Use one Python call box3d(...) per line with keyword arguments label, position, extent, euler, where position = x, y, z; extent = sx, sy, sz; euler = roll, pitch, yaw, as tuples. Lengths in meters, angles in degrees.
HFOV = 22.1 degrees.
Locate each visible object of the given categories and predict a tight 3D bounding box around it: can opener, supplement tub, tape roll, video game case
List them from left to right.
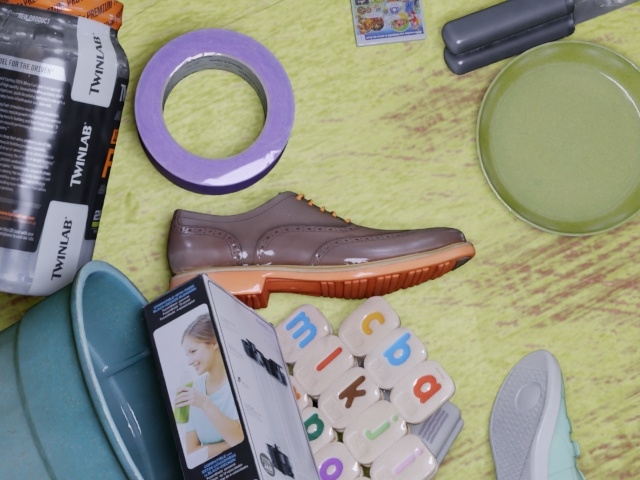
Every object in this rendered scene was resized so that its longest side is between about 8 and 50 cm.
box3d(label="supplement tub", position=(-0.332, -0.118, 1.843), extent=(0.207, 0.207, 0.338), euler=(12, 94, -3))
box3d(label="tape roll", position=(-0.126, -0.152, 1.952), extent=(0.189, 0.080, 0.189), euler=(1, 84, -5))
box3d(label="video game case", position=(0.079, -0.302, 2.020), extent=(0.087, 0.011, 0.122), euler=(-7, 84, -6))
box3d(label="can opener", position=(0.274, -0.295, 2.017), extent=(0.283, 0.076, 0.095), euler=(-20, 53, -6))

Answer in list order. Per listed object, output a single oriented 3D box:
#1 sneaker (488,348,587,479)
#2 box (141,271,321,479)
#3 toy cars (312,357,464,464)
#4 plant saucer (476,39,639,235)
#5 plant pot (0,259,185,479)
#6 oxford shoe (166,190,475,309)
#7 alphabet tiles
box3d(label="sneaker", position=(0.280, 0.266, 1.947), extent=(0.151, 0.094, 0.256), euler=(27, 57, -36))
box3d(label="box", position=(-0.089, 0.198, 1.797), extent=(0.087, 0.169, 0.290), euler=(-29, 55, 15))
box3d(label="toy cars", position=(0.107, 0.263, 1.845), extent=(0.176, 0.087, 0.394), euler=(-15, 58, -14))
box3d(label="plant saucer", position=(0.306, -0.123, 2.005), extent=(0.240, 0.037, 0.241), euler=(1, 83, -5))
box3d(label="plant pot", position=(-0.318, 0.241, 1.765), extent=(0.334, 0.341, 0.341), euler=(-24, 86, 9))
box3d(label="oxford shoe", position=(0.000, 0.000, 1.924), extent=(0.363, 0.130, 0.133), euler=(-5, 75, -7))
box3d(label="alphabet tiles", position=(0.008, 0.204, 1.856), extent=(0.278, 0.021, 0.284), euler=(-42, 51, 3))
